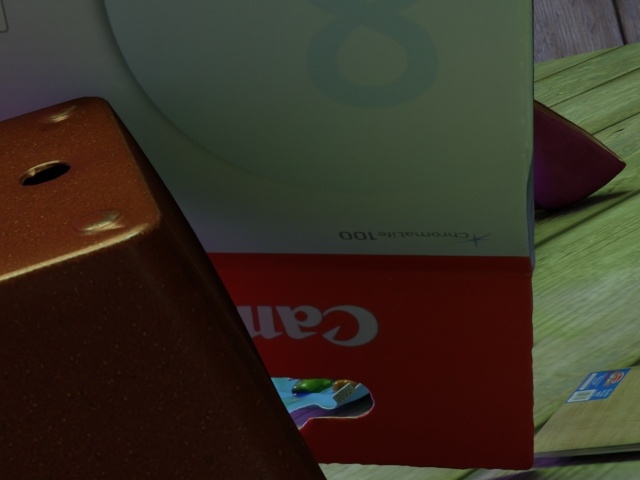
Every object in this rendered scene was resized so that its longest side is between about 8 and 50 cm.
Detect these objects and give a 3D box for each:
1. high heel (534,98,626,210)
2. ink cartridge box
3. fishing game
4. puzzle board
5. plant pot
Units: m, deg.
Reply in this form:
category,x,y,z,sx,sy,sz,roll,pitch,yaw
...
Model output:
category,x,y,z,sx,sy,sz,roll,pitch,yaw
high heel,0.179,-0.200,1.410,0.181,0.377,0.127,-21,23,14
ink cartridge box,-0.048,-0.016,0.666,0.308,0.385,0.091,0,30,11
fishing game,0.028,0.091,1.041,0.264,0.041,0.189,-17,7,2
puzzle board,0.187,0.101,0.795,0.096,0.011,0.128,-12,10,32
plant pot,-0.131,0.092,0.547,0.267,0.236,0.267,-18,24,-9
